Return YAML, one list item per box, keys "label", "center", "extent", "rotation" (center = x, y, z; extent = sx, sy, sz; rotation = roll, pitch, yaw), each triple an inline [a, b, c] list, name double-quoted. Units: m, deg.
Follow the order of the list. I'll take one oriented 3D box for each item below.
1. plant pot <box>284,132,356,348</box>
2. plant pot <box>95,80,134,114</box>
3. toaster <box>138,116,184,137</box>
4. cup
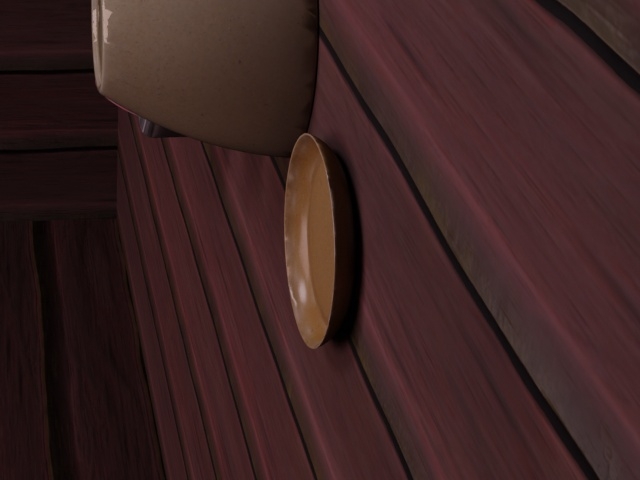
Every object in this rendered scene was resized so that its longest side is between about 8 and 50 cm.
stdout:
- label: "plant pot"
  center: [0.000, 0.000, 1.436]
  extent: [0.236, 0.032, 0.236]
  rotation: [177, 90, -76]
- label: "plant pot"
  center: [-0.233, -0.300, 2.044]
  extent: [0.201, 0.201, 0.180]
  rotation: [-115, 41, -57]
- label: "toaster"
  center: [-0.181, -0.234, 1.821]
  extent: [0.110, 0.186, 0.168]
  rotation: [140, 127, -78]
- label: "cup"
  center: [-0.155, -0.266, 1.602]
  extent: [0.331, 0.237, 0.331]
  rotation: [179, 90, -76]
